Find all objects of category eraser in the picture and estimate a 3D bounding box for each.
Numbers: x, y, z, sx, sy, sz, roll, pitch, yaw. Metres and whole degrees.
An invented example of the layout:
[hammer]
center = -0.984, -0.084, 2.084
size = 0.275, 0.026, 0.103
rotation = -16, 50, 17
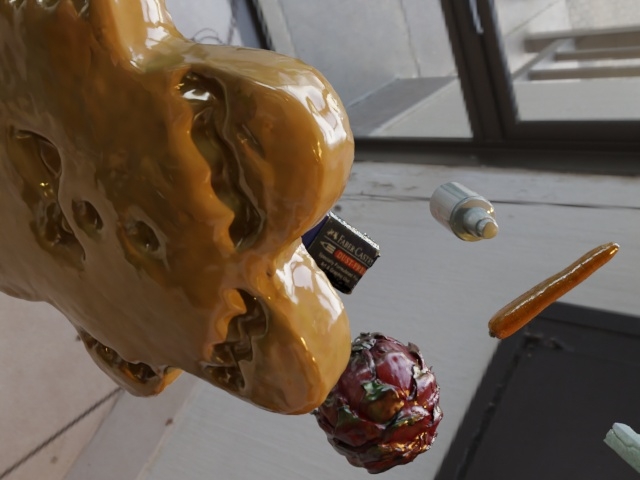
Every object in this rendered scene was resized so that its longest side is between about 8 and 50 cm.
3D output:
[eraser]
center = 0.000, 0.000, 1.936
size = 0.332, 0.101, 0.155
rotation = 34, 91, -44

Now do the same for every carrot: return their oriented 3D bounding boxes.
[carrot]
center = 0.367, 0.077, 1.304
size = 0.248, 0.043, 0.043
rotation = -35, 125, 2

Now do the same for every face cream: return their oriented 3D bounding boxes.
[face cream]
center = 0.310, -0.050, 1.722
size = 0.101, 0.252, 0.101
rotation = -3, 106, -9

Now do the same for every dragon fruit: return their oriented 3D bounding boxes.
[dragon fruit]
center = 0.137, 0.384, 1.939
size = 0.329, 0.329, 0.329
rotation = -8, 101, -44

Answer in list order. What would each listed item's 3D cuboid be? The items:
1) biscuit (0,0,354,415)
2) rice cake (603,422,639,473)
[biscuit]
center = -0.139, -0.036, 0.434
size = 0.052, 0.355, 0.275
rotation = -41, 144, -44
[rice cake]
center = 0.449, 0.300, 0.982
size = 0.127, 0.237, 0.043
rotation = 27, 95, -16
